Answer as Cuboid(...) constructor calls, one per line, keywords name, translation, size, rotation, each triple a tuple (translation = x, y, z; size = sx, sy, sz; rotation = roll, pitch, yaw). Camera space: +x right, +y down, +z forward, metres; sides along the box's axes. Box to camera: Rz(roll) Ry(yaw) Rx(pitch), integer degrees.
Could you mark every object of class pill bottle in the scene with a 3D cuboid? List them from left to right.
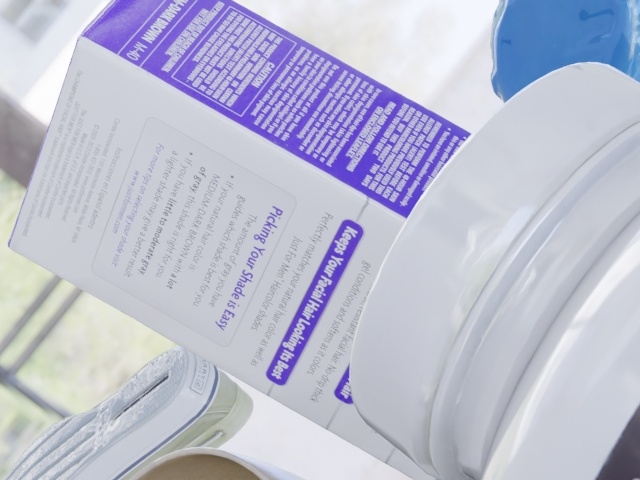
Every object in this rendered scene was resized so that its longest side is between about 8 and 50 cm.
Cuboid(name="pill bottle", translation=(0.166, 0.085, 0.475), size=(0.323, 0.181, 0.181), rotation=(36, 1, 27))

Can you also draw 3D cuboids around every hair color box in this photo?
Cuboid(name="hair color box", translation=(0.000, 0.000, 1.150), size=(0.339, 0.185, 0.110), rotation=(31, 43, 4))

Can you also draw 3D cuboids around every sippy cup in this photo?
Cuboid(name="sippy cup", translation=(0.255, -0.146, 1.429), size=(0.224, 0.240, 0.305), rotation=(1, 60, -35))

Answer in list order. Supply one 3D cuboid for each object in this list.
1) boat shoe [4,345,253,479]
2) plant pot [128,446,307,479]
Cuboid(name="boat shoe", translation=(-0.189, 0.208, 1.806), size=(0.094, 0.302, 0.109), rotation=(36, 36, -28))
Cuboid(name="plant pot", translation=(-0.018, 0.287, 1.245), size=(0.191, 0.284, 0.284), rotation=(15, 18, -38))
